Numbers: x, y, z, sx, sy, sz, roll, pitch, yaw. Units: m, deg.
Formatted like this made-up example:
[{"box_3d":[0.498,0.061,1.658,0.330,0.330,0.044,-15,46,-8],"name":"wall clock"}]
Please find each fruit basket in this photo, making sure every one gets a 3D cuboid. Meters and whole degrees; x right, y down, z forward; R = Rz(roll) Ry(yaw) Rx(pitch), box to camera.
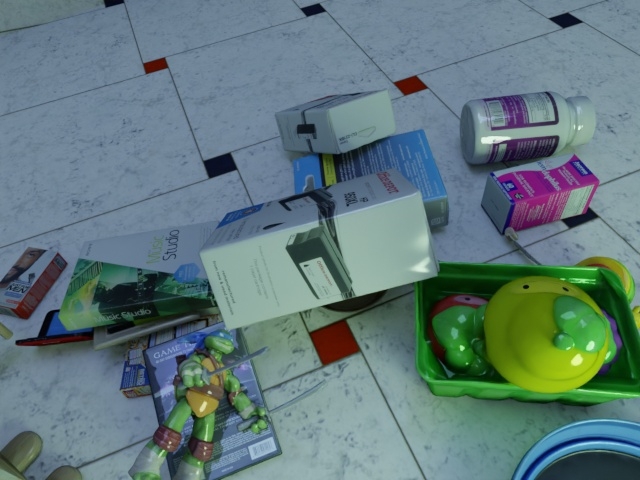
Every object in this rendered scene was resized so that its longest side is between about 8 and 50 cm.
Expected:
[{"box_3d":[0.341,0.139,0.809,0.393,0.392,0.282,2,51,8],"name":"fruit basket"}]

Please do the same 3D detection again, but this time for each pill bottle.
[{"box_3d":[0.532,-0.295,1.268,0.302,0.169,0.169,-5,50,2],"name":"pill bottle"}]

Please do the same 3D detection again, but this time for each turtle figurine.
[{"box_3d":[-0.170,0.286,0.806,0.275,0.197,0.266,19,70,13],"name":"turtle figurine"}]

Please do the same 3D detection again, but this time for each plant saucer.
[{"box_3d":[0.059,0.085,1.099,0.199,0.036,0.198,-3,51,4],"name":"plant saucer"}]

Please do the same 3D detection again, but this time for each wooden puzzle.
[{"box_3d":[-0.391,0.122,1.082,0.221,0.044,0.238,-17,38,-10],"name":"wooden puzzle"}]

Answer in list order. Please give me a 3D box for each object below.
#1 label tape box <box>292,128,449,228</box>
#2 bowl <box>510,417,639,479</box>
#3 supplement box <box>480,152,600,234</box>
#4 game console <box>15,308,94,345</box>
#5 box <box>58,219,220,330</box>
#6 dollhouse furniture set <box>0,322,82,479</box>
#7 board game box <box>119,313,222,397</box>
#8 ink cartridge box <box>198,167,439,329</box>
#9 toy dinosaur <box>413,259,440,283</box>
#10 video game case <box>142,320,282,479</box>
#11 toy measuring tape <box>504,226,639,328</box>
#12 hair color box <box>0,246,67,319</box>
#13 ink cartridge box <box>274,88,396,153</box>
[{"box_3d":[0.116,-0.124,1.214,0.348,0.115,0.249,-13,50,8],"name":"label tape box"},{"box_3d":[0.466,0.466,0.709,0.392,0.077,0.390,-4,50,5],"name":"bowl"},{"box_3d":[0.515,-0.111,1.156,0.220,0.113,0.111,-14,50,-7],"name":"supplement box"},{"box_3d":[-0.564,0.182,1.068,0.144,0.124,0.085,-7,77,1],"name":"game console"},{"box_3d":[-0.377,0.069,1.069,0.322,0.058,0.232,-10,41,-2],"name":"box"},{"box_3d":[-0.602,0.265,0.821,0.395,0.362,0.256,20,56,28],"name":"dollhouse furniture set"},{"box_3d":[-0.303,0.237,1.012,0.194,0.045,0.146,-8,50,1],"name":"board game box"},{"box_3d":[0.000,0.000,0.965,0.395,0.166,0.285,-15,17,4],"name":"ink cartridge box"},{"box_3d":[0.244,0.055,1.099,0.112,0.064,0.212,-10,36,-44],"name":"toy dinosaur"},{"box_3d":[-0.209,0.301,0.919,0.196,0.026,0.274,-19,65,-9],"name":"video game case"},{"box_3d":[0.535,0.052,1.017,0.122,0.121,0.330,-23,47,-12],"name":"toy measuring tape"},{"box_3d":[-0.703,0.099,1.171,0.093,0.053,0.167,8,51,14],"name":"hair color box"},{"box_3d":[0.035,-0.313,1.291,0.197,0.114,0.273,-26,24,-26],"name":"ink cartridge box"}]
